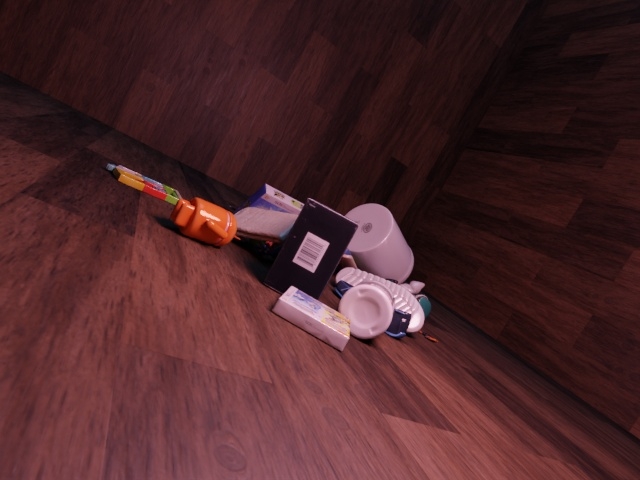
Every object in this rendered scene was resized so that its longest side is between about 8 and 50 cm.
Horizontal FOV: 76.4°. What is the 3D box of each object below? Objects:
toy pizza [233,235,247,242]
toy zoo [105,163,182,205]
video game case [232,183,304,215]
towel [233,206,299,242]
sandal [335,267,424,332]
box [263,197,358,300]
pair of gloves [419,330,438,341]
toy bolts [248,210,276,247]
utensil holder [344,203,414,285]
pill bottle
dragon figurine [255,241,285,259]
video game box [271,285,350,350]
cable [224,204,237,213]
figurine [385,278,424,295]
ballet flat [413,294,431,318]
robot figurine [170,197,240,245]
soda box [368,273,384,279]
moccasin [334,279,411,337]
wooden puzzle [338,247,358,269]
[{"bbox_3d":[-0.383,-0.052,1.638,0.201,0.032,0.201,29,6,-3],"label":"toy pizza"},{"bbox_3d":[-0.701,-0.227,1.622,0.293,0.030,0.192,25,7,-34],"label":"toy zoo"},{"bbox_3d":[-0.241,-0.122,1.895,0.244,0.269,0.061,26,43,-37],"label":"video game case"},{"bbox_3d":[-0.220,-0.059,1.547,0.282,0.049,0.187,11,32,24],"label":"towel"},{"bbox_3d":[0.249,0.243,1.700,0.416,0.169,0.102,33,-25,28],"label":"sandal"},{"bbox_3d":[-0.021,0.034,1.333,0.183,0.296,0.294,29,5,3],"label":"box"},{"bbox_3d":[0.467,0.419,1.776,0.074,0.010,0.083,25,4,-24],"label":"pair of gloves"},{"bbox_3d":[-0.197,-0.036,1.765,0.218,0.158,0.228,28,6,-16],"label":"toy bolts"},{"bbox_3d":[0.301,0.035,2.193,0.327,0.327,0.385,34,-13,41],"label":"utensil holder"},{"bbox_3d":[0.159,0.211,1.315,0.161,0.161,0.283,30,5,12],"label":"pill bottle"},{"bbox_3d":[-0.134,0.061,1.579,0.085,0.144,0.289,32,-13,42],"label":"dragon figurine"},{"bbox_3d":[-0.017,0.203,1.100,0.205,0.048,0.187,29,8,3],"label":"video game box"},{"bbox_3d":[-0.388,-0.102,2.096,0.287,0.072,0.139,18,24,14],"label":"cable"},{"bbox_3d":[0.345,0.216,1.833,0.215,0.092,0.209,2,9,32],"label":"figurine"},{"bbox_3d":[0.420,0.313,1.962,0.139,0.139,0.400,32,9,31],"label":"ballet flat"},{"bbox_3d":[-0.360,-0.055,1.299,0.158,0.128,0.219,-20,-32,40],"label":"robot figurine"},{"bbox_3d":[0.265,0.231,2.011,0.091,0.098,0.286,33,6,33],"label":"soda box"},{"bbox_3d":[0.206,0.236,1.552,0.342,0.117,0.138,33,7,33],"label":"moccasin"},{"bbox_3d":[0.071,0.048,2.091,0.348,0.080,0.322,38,-12,31],"label":"wooden puzzle"}]
